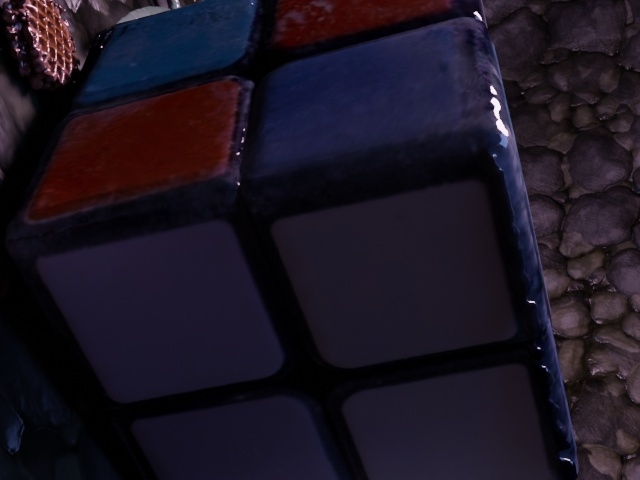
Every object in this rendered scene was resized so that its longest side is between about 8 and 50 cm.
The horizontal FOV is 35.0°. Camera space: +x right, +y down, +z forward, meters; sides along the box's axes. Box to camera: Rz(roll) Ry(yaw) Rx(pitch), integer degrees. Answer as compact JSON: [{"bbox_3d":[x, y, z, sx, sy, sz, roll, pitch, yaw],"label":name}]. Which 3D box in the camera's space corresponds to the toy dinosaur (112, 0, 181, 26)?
[{"bbox_3d":[-0.126,-0.212,1.055,0.393,0.092,0.205,-75,152,-80],"label":"toy dinosaur"}]

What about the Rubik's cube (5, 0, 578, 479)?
[{"bbox_3d":[0.000,0.000,0.764,0.318,0.313,0.316,-86,160,-54],"label":"Rubik's cube"}]

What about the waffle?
[{"bbox_3d":[-0.210,-0.149,0.761,0.083,0.029,0.075,-68,140,-70],"label":"waffle"}]
